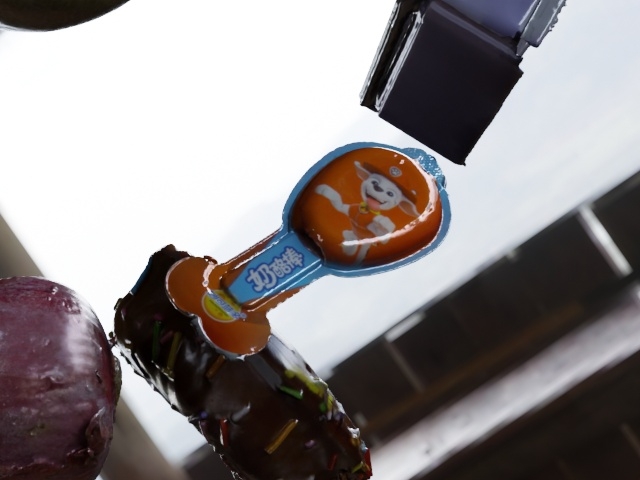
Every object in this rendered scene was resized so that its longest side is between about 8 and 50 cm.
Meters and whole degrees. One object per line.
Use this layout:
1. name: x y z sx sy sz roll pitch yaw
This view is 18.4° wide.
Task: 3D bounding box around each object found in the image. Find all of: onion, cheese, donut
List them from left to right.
1. onion: -0.228 0.099 1.297 0.195 0.159 0.159 1 -7 -10
2. donut: -0.062 0.110 1.438 0.096 0.230 0.216 -41 4 -7
3. cheese: 0.000 0.000 1.370 0.256 0.106 0.037 -33 -21 -36

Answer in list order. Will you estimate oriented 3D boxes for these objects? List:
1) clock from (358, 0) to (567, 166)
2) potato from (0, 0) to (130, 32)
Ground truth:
1. clock: 0.092 -0.136 1.018 0.144 0.073 0.193 -60 -1 -15
2. potato: -0.213 -0.236 1.472 0.160 0.178 0.235 -40 -6 31
